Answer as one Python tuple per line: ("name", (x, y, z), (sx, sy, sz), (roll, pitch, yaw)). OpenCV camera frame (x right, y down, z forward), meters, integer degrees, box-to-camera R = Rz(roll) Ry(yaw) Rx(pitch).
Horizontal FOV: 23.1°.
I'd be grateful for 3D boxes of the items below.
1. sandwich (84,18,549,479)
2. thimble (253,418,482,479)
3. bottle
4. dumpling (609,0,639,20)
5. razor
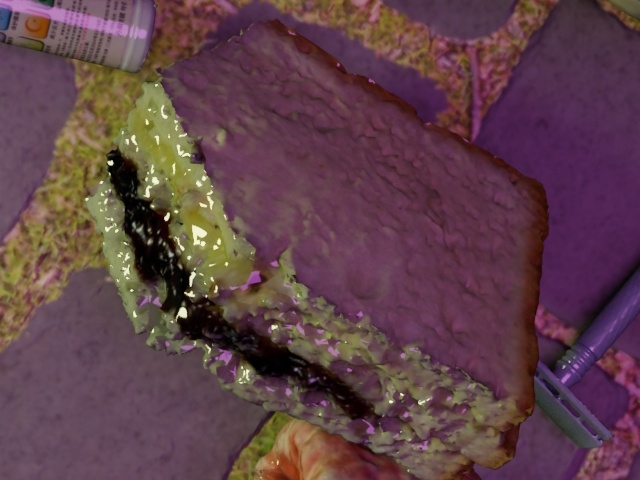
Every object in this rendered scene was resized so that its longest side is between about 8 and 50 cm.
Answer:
("sandwich", (0.000, -0.001, 1.092), (0.325, 0.262, 0.131), (29, 129, -15))
("thimble", (0.025, 0.252, 1.139), (0.162, 0.239, 0.239), (16, 92, -15))
("bottle", (-0.228, -0.170, 1.119), (0.217, 0.060, 0.060), (12, 93, -16))
("dumpling", (0.297, -0.268, 1.209), (0.243, 0.175, 0.226), (21, 71, -52))
("razor", (0.250, 0.047, 1.266), (0.106, 0.068, 0.232), (45, 79, -15))
